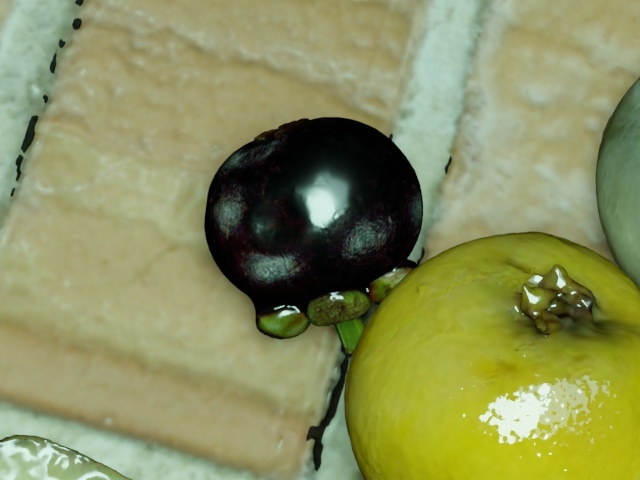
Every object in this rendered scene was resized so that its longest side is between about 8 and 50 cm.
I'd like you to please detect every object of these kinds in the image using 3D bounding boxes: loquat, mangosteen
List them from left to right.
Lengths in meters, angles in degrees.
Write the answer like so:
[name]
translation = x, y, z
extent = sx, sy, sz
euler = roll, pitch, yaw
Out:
[mangosteen]
translation = 0.000, 0.000, 1.079
extent = 0.137, 0.137, 0.151
euler = -19, 97, -16
[loquat]
translation = 0.116, 0.097, 1.021
extent = 0.208, 0.208, 0.208
euler = 3, 71, -10

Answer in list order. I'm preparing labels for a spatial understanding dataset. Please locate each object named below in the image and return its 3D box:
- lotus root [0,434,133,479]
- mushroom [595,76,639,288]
[lotus root]
translation = -0.174, 0.201, 1.004
extent = 0.260, 0.074, 0.170
euler = -28, 76, -19
[mushroom]
translation = 0.291, -0.036, 1.128
extent = 0.226, 0.178, 0.226
euler = -9, 47, 9
